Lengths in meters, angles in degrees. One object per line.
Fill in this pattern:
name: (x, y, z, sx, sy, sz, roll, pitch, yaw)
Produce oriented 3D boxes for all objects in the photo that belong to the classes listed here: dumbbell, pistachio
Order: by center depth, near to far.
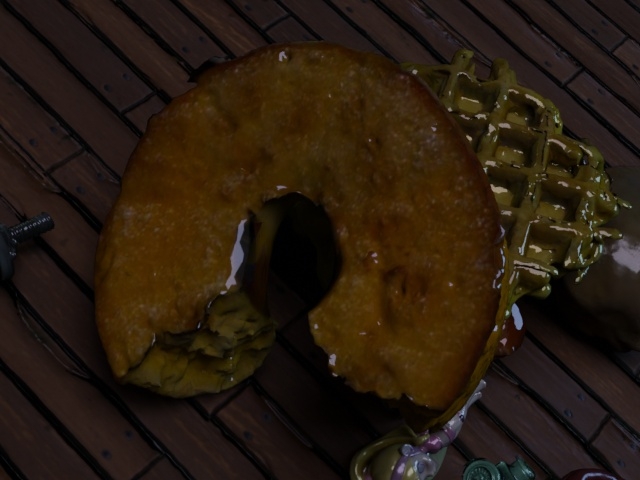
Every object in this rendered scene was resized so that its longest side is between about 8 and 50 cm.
dumbbell: (-0.390, 0.029, 1.058, 0.254, 0.081, 0.081, -28, 72, -31)
pistachio: (0.378, 0.004, 1.286, 0.212, 0.163, 0.260, 52, 49, -25)

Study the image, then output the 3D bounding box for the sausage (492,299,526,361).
sausage: (0.174, -0.002, 1.259, 0.097, 0.094, 0.348, -2, 55, -6)

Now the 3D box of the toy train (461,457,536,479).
toy train: (0.155, 0.301, 1.036, 0.074, 0.176, 0.118, 35, 20, -50)

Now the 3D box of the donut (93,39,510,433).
donut: (0.000, 0.000, 1.040, 0.435, 0.163, 0.377, 9, 79, 26)

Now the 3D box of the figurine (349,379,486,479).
figurine: (0.111, 0.216, 1.125, 0.083, 0.083, 0.187, 43, 63, 9)

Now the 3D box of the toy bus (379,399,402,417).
toy bus: (0.104, 0.119, 1.177, 0.074, 0.069, 0.162, 2, 59, -19)

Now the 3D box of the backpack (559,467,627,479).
backpack: (0.298, 0.343, 1.064, 0.229, 0.139, 0.229, 9, 60, -16)

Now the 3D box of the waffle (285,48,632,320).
waffle: (0.143, -0.067, 1.200, 0.380, 0.095, 0.382, -27, 60, -17)
